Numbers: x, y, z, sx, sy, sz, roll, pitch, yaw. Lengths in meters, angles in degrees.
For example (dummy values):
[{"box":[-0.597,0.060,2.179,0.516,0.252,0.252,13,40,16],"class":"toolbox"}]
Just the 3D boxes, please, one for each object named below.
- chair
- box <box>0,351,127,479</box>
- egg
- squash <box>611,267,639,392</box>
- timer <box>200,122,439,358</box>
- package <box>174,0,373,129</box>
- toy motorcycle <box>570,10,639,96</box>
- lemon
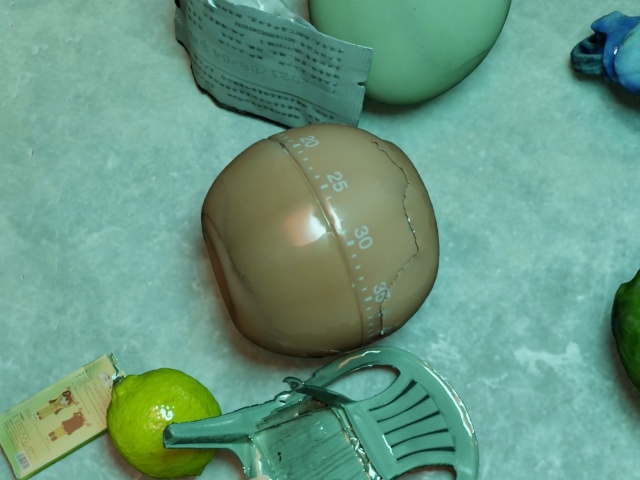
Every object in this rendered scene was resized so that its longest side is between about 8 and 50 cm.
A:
[{"box":[0.021,0.213,1.236,0.190,0.274,0.203,-35,76,17],"class":"chair"},{"box":[-0.265,0.183,1.341,0.149,0.020,0.073,-30,74,-6],"class":"box"},{"box":[0.095,-0.274,1.353,0.219,0.219,0.269,13,86,6],"class":"egg"},{"box":[0.433,0.094,1.195,0.308,0.310,0.310,6,74,6],"class":"squash"},{"box":[0.000,0.000,1.274,0.214,0.229,0.230,-18,74,-10],"class":"timer"},{"box":[-0.066,-0.195,1.346,0.250,0.204,0.062,33,68,13],"class":"package"},{"box":[0.426,-0.238,1.318,0.319,0.241,0.182,-22,84,1],"class":"toy motorcycle"},{"box":[-0.157,0.182,1.287,0.109,0.109,0.133,-44,105,-9],"class":"lemon"}]
